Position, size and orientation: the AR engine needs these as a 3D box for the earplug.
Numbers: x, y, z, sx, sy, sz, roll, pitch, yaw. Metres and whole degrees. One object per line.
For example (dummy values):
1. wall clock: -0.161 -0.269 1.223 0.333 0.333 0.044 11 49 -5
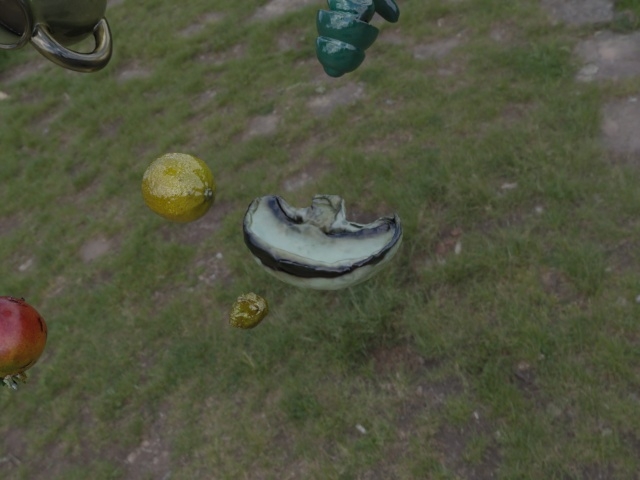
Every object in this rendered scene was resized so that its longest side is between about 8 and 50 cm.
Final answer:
1. earplug: 0.081 -0.550 1.727 0.164 0.257 0.280 23 95 13

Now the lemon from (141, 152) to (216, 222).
1. lemon: -0.387 -0.145 1.836 0.231 0.192 0.192 14 52 24

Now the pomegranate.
1. pomegranate: -0.791 0.254 1.662 0.210 0.235 0.210 -3 5 0

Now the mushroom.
1. mushroom: 0.001 0.002 1.412 0.344 0.130 0.247 5 43 10

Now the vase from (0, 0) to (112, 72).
1. vase: -0.602 -0.501 1.469 0.241 0.329 0.302 -40 7 38

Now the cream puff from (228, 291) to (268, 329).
1. cream puff: -0.138 0.138 1.279 0.083 0.083 0.058 -36 70 2
